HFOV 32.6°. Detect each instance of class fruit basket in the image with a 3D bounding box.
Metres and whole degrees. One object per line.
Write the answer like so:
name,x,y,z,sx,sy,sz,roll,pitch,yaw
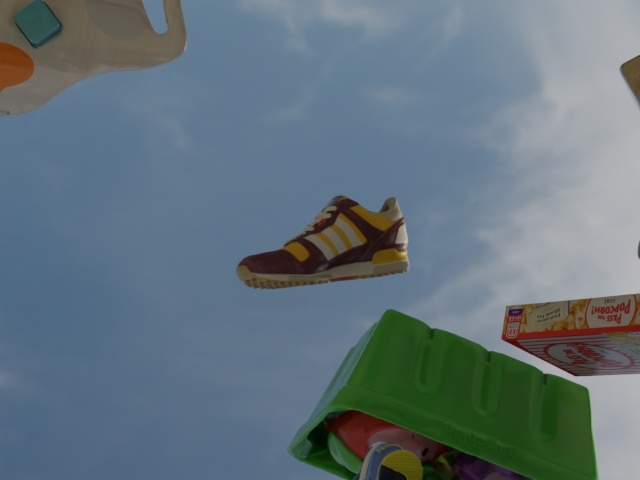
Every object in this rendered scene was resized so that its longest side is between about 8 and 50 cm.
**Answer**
fruit basket,0.139,0.325,1.378,0.392,0.283,0.392,7,-116,-15

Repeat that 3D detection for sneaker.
sneaker,0.000,0.000,1.057,0.185,0.084,0.069,-5,177,-32
sneaker,0.051,0.247,0.983,0.053,0.144,0.059,14,-172,-23

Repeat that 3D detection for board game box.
board game box,0.325,0.108,1.224,0.193,0.146,0.045,-11,-119,48

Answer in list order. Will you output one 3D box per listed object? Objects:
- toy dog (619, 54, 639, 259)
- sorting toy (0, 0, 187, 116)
toy dog,0.434,-0.130,1.184,0.220,0.334,0.161,-10,-143,7
sorting toy,-0.080,-0.085,0.366,0.075,0.045,0.083,4,-117,-5
